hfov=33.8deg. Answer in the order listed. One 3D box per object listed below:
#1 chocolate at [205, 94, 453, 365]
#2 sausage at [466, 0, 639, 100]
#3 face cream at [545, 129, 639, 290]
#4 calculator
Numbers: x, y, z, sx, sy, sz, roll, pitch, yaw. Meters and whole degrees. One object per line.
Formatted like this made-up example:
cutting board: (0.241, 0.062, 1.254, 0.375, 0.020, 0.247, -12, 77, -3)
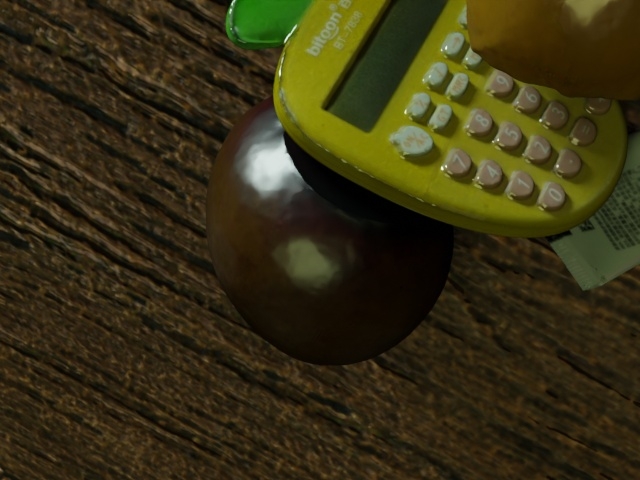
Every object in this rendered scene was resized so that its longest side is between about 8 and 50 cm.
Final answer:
chocolate: (0.000, 0.000, 0.649, 0.176, 0.177, 0.177, 11, 121, 19)
sausage: (0.150, -0.243, 0.471, 0.134, 0.116, 0.354, 23, 122, 26)
face cream: (0.225, -0.045, 0.587, 0.243, 0.058, 0.092, -27, 109, 39)
calculator: (0.059, -0.086, 0.588, 0.235, 0.146, 0.032, 28, 157, 5)
